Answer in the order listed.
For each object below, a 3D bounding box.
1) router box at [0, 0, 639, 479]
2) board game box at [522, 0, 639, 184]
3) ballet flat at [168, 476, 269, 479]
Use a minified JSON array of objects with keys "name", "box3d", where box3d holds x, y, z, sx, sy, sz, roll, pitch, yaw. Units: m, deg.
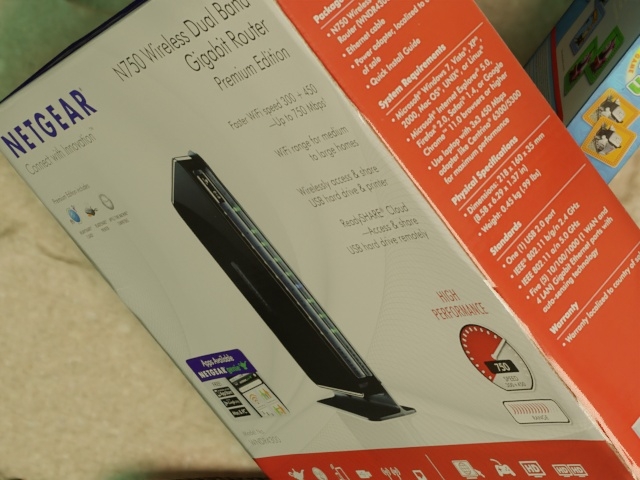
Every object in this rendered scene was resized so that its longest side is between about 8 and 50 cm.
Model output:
[{"name":"router box","box3d":[0.000,0.000,0.796,0.301,0.082,0.335,52,152,-12]},{"name":"board game box","box3d":[0.165,-0.119,0.775,0.039,0.160,0.211,32,115,-8]},{"name":"ballet flat","box3d":[-0.005,0.186,0.998,0.250,0.058,0.084,0,77,5]}]
